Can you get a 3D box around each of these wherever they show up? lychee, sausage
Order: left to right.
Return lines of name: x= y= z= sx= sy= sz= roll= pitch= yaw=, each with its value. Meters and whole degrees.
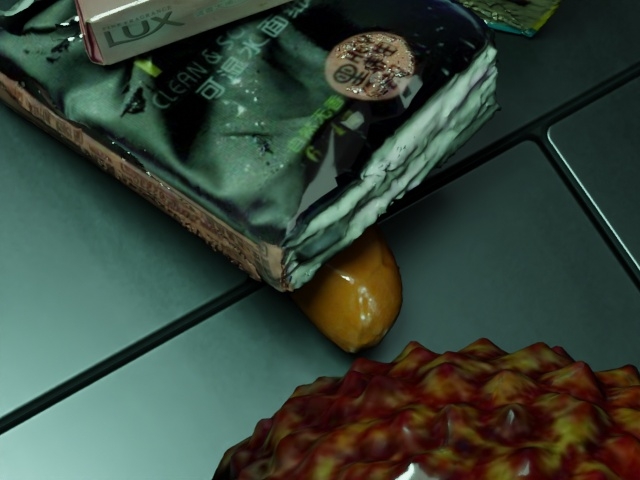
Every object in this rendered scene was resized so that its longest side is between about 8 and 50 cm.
sausage: x=0.000 y=0.000 z=1.418 sx=0.089 sy=0.089 sz=0.179 roll=-27 pitch=66 yaw=-16
lychee: x=0.082 y=0.269 z=1.143 sx=0.500 sy=0.424 sz=0.425 roll=-17 pitch=70 yaw=-44

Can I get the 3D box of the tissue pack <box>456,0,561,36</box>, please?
tissue pack: x=0.118 y=-0.314 z=1.523 sx=0.192 sy=0.134 sz=0.271 roll=12 pitch=69 yaw=-4

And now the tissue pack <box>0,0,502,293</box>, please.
tissue pack: x=-0.066 y=-0.128 z=1.390 sx=0.332 sy=0.123 sz=0.245 roll=34 pitch=66 yaw=28

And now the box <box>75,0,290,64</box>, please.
box: x=-0.100 y=-0.196 z=1.336 sx=0.156 sy=0.060 sz=0.111 roll=-19 pitch=58 yaw=-1
